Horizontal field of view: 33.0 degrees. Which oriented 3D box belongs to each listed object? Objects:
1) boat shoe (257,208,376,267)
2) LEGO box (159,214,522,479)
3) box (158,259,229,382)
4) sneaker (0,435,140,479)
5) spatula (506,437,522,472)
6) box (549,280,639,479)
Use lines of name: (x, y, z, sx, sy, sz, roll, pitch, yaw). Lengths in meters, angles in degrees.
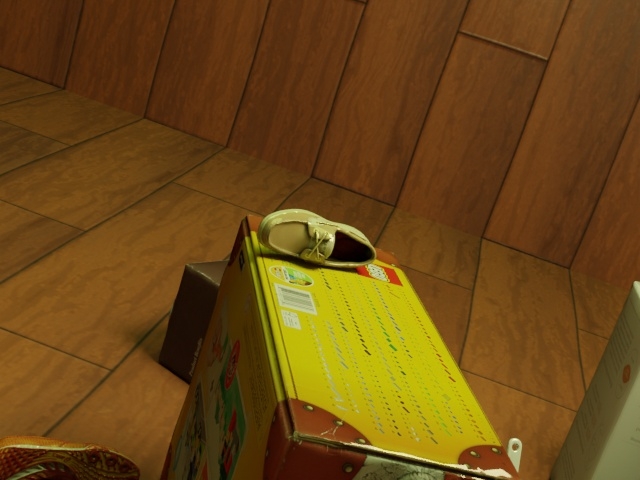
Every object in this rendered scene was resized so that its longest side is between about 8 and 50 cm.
boat shoe: (0.000, 0.000, 1.107, 0.135, 0.050, 0.045, 7, 15, -34)
LEGO box: (-0.022, 0.241, 1.056, 0.193, 0.372, 0.500, 14, 18, -13)
box: (-0.101, 0.144, 1.625, 0.203, 0.168, 0.167, 30, 20, 32)
sneaker: (-0.296, 0.255, 1.264, 0.175, 0.064, 0.067, 16, 7, -17)
spatula: (0.151, 0.332, 1.220, 0.168, 0.241, 0.019, 12, -13, -9)
box: (0.470, 0.266, 1.525, 0.168, 0.345, 0.215, 20, 17, 2)
